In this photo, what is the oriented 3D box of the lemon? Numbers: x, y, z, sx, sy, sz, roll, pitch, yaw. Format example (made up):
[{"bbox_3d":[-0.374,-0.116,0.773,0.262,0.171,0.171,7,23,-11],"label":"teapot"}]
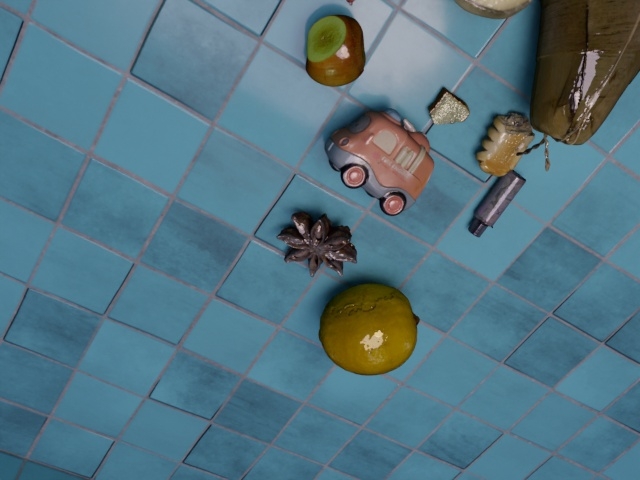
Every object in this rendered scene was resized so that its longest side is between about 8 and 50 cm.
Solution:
[{"bbox_3d":[0.143,0.268,1.739,0.296,0.297,0.297,-1,120,-3],"label":"lemon"}]

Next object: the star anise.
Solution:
[{"bbox_3d":[0.000,-0.001,1.675,0.223,0.109,0.236,4,137,20],"label":"star anise"}]

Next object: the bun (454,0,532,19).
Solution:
[{"bbox_3d":[0.379,-0.652,1.303,0.287,0.146,0.288,-6,112,-14],"label":"bun"}]

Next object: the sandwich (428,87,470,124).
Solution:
[{"bbox_3d":[0.342,-0.344,1.537,0.104,0.036,0.093,26,114,-18],"label":"sandwich"}]

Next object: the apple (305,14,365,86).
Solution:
[{"bbox_3d":[0.032,-0.452,1.385,0.147,0.147,0.163,-3,158,11],"label":"apple"}]

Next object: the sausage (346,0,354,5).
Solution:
[{"bbox_3d":[0.061,-0.666,1.340,0.029,0.029,0.223,-8,120,1],"label":"sausage"}]

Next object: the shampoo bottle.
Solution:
[{"bbox_3d":[0.506,-0.105,1.665,0.072,0.072,0.214,23,116,-16],"label":"shampoo bottle"}]

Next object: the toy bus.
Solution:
[{"bbox_3d":[0.166,-0.218,1.517,0.287,0.194,0.232,36,104,-20],"label":"toy bus"}]

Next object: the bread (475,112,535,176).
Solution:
[{"bbox_3d":[0.497,-0.262,1.564,0.119,0.084,0.177,19,117,-15],"label":"bread"}]

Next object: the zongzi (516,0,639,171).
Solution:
[{"bbox_3d":[0.745,-0.403,1.375,0.466,0.218,0.500,2,103,-2],"label":"zongzi"}]
